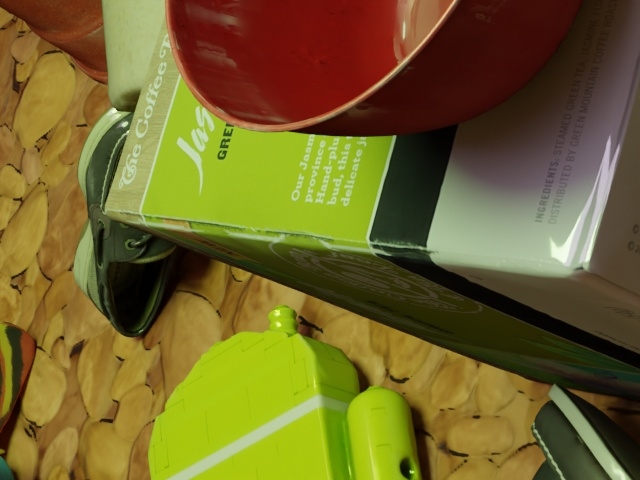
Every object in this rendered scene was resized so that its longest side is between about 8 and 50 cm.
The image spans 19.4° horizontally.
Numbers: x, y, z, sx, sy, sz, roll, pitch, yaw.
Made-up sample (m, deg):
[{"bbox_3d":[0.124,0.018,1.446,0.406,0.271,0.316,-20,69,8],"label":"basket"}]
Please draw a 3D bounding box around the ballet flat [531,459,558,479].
[{"bbox_3d":[0.136,0.199,1.023,0.057,0.049,0.173,126,151,-51],"label":"ballet flat"}]

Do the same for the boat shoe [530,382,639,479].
[{"bbox_3d":[0.167,0.165,0.961,0.069,0.081,0.228,-49,44,13],"label":"boat shoe"}]

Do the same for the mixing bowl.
[{"bbox_3d":[0.036,-0.111,0.709,0.181,0.098,0.181,-21,59,39],"label":"mixing bowl"}]

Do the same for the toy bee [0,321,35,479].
[{"bbox_3d":[-0.319,0.191,1.440,0.195,0.162,0.298,-28,52,35],"label":"toy bee"}]

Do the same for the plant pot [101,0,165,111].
[{"bbox_3d":[-0.021,-0.227,1.212,0.333,0.333,0.306,-7,78,47],"label":"plant pot"}]

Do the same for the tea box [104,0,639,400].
[{"bbox_3d":[0.136,-0.052,0.907,0.323,0.329,0.220,8,78,51],"label":"tea box"}]

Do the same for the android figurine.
[{"bbox_3d":[-0.036,0.173,1.209,0.248,0.056,0.273,-34,50,34],"label":"android figurine"}]

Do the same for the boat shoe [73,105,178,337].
[{"bbox_3d":[-0.130,-0.014,1.347,0.073,0.080,0.224,54,149,27],"label":"boat shoe"}]

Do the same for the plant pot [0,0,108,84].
[{"bbox_3d":[-0.226,-0.296,1.485,0.272,0.265,0.272,-23,56,40],"label":"plant pot"}]
